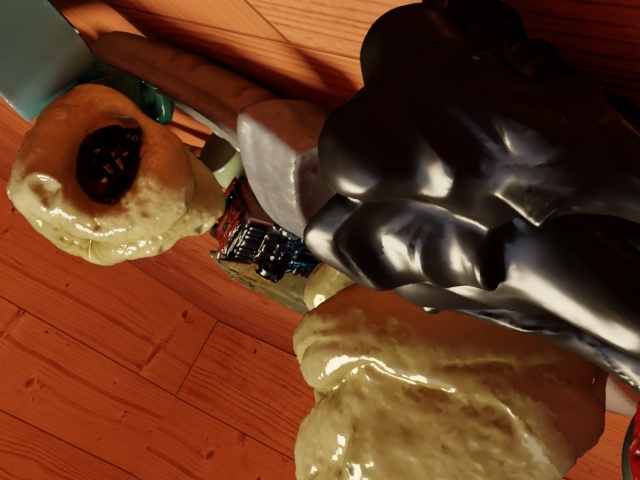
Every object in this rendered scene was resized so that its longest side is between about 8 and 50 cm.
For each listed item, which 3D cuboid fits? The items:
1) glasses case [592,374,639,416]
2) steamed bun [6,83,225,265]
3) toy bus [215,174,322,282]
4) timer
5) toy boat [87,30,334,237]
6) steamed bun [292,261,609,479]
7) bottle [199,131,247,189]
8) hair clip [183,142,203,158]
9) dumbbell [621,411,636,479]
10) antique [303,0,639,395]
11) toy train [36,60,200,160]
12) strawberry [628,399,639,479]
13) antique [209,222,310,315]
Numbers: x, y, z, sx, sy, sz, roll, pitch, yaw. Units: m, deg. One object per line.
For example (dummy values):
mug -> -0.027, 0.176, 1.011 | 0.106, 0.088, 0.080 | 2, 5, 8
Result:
glasses case -> 0.267, 0.111, 1.389 | 0.122, 0.075, 0.314 | 18, 166, 37
steamed bun -> -0.168, -0.050, 1.197 | 0.155, 0.141, 0.172 | 13, 159, 29
toy bus -> 0.000, 0.000, 1.372 | 0.235, 0.073, 0.096 | 16, -149, -28
timer -> -0.341, -0.222, 1.246 | 0.232, 0.091, 0.250 | 47, 167, -21
toy boat -> -0.042, -0.087, 1.226 | 0.293, 0.111, 0.276 | 37, 179, 45
steamed bun -> 0.091, 0.094, 1.121 | 0.230, 0.325, 0.372 | 37, -175, -6
bottle -> -0.036, -0.050, 1.433 | 0.201, 0.072, 0.072 | 36, 168, -35
hair clip -> -0.207, -0.118, 1.578 | 0.300, 0.069, 0.173 | 25, 170, 23
dumbbell -> 0.391, 0.198, 1.164 | 0.185, 0.185, 0.388 | 29, 171, -1
antique -> 0.124, -0.024, 0.786 | 0.255, 0.185, 0.322 | 28, 174, 0
toy train -> -0.214, -0.093, 1.391 | 0.163, 0.112, 0.203 | -7, 103, 57
strawberry -> 0.332, 0.115, 0.825 | 0.257, 0.257, 0.277 | 27, 144, 12
antique -> 0.002, 0.029, 1.574 | 0.284, 0.125, 0.150 | 25, 169, 23
